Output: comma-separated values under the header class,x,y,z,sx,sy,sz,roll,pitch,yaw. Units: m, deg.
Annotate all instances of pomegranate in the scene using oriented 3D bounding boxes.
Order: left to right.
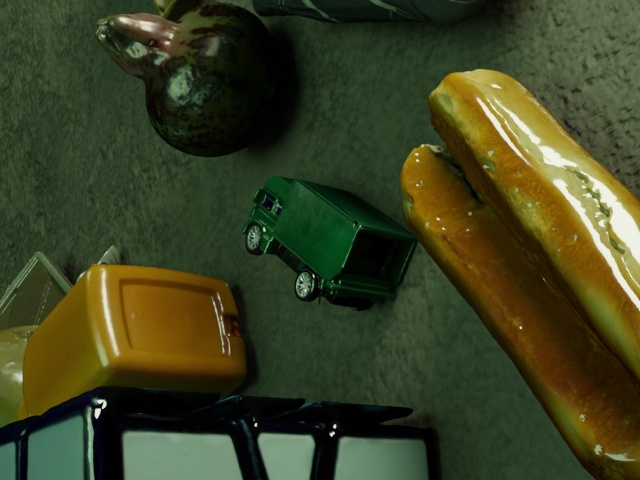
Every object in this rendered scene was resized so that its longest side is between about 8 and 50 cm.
class,x,y,z,sx,sy,sz,roll,pitch,yaw
pomegranate,-0.106,-0.150,1.147,0.125,0.163,0.138,-12,50,36

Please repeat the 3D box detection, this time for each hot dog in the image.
class,x,y,z,sx,sy,sz,roll,pitch,yaw
hot dog,0.155,0.022,0.798,0.337,0.100,0.135,56,135,45

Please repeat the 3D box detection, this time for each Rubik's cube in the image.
class,x,y,z,sx,sy,sz,roll,pitch,yaw
Rubik's cube,-0.099,0.271,0.939,0.283,0.288,0.293,-28,59,49

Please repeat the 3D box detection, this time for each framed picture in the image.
class,x,y,z,sx,sy,sz,roll,pitch,yaw
framed picture,-0.331,0.158,1.413,0.260,0.023,0.189,-53,48,4

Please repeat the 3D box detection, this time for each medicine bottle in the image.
class,x,y,z,sx,sy,sz,roll,pitch,yaw
medicine bottle,-0.182,0.121,1.195,0.222,0.149,0.112,-43,50,42

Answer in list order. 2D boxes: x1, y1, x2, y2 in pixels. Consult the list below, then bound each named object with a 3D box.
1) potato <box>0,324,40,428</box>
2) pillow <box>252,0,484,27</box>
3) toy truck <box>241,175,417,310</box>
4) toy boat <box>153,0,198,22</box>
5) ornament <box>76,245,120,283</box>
class,x,y,z,sx,sy,sz,roll,pitch,yaw
potato,-0.334,0.167,1.329,0.202,0.117,0.182,-37,57,17
pillow,0.034,-0.241,1.020,0.335,0.092,0.161,17,78,56
toy truck,0.000,0.000,1.043,0.147,0.065,0.079,36,110,51
toy boat,-0.175,-0.302,1.330,0.068,0.088,0.226,-50,45,35
ornament,-0.221,0.042,1.361,0.068,0.041,0.092,-52,28,2
